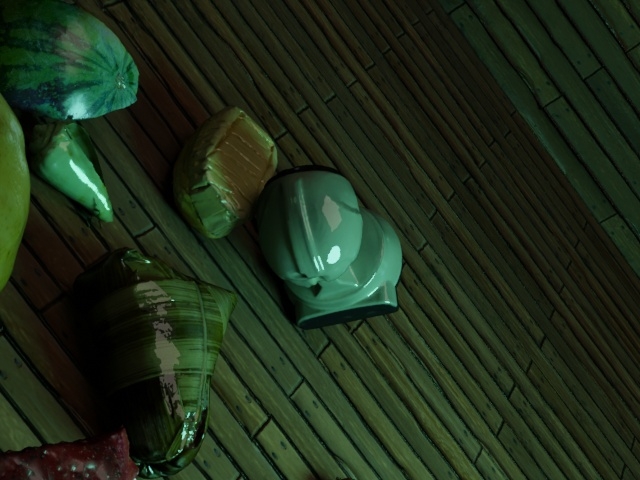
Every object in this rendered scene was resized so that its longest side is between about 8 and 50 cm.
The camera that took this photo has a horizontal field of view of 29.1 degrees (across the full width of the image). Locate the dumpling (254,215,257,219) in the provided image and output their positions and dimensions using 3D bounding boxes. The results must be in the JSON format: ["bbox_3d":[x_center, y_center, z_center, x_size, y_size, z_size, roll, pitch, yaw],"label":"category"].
[{"bbox_3d":[-0.089,-0.053,1.998,0.077,0.043,0.059,67,10,25],"label":"dumpling"}]

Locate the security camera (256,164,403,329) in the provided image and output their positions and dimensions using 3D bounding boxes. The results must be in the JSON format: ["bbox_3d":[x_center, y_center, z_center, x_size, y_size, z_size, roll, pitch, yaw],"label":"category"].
[{"bbox_3d":[0.000,0.000,1.846,0.277,0.197,0.191,46,35,-62],"label":"security camera"}]

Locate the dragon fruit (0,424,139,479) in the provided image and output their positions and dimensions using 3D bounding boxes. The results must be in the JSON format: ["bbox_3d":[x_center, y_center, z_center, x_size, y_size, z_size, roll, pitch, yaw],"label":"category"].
[{"bbox_3d":[-0.302,0.312,1.241,0.262,0.134,0.211,1,57,-50],"label":"dragon fruit"}]

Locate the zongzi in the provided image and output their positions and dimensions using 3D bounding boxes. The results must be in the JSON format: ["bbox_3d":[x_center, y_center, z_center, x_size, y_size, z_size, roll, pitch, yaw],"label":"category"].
[{"bbox_3d":[-0.170,0.163,1.597,0.288,0.134,0.285,18,52,-57],"label":"zongzi"}]

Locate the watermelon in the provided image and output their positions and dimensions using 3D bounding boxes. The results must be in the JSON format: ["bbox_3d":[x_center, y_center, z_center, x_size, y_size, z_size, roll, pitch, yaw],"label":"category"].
[{"bbox_3d":[-0.359,-0.230,1.676,0.231,0.128,0.146,17,49,-11],"label":"watermelon"}]

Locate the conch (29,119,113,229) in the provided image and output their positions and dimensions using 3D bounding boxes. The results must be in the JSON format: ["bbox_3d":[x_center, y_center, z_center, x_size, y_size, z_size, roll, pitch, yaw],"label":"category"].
[{"bbox_3d":[-0.331,-0.098,1.667,0.170,0.079,0.105,57,32,-31],"label":"conch"}]

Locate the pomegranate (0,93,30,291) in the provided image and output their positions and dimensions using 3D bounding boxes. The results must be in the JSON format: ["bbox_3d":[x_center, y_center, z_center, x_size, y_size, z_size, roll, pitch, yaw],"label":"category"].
[{"bbox_3d":[-0.449,-0.048,1.203,0.333,0.333,0.332,36,36,-31],"label":"pomegranate"}]

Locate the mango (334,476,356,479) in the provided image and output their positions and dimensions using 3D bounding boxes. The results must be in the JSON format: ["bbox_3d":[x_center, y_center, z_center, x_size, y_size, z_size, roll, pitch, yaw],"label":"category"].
[{"bbox_3d":[0.052,0.388,1.747,0.127,0.063,0.077,51,25,-19],"label":"mango"}]

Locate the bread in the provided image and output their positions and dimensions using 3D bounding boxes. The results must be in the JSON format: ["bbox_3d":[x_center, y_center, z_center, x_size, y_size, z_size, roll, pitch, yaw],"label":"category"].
[{"bbox_3d":[-0.151,-0.102,1.888,0.140,0.106,0.236,46,32,-19],"label":"bread"}]
